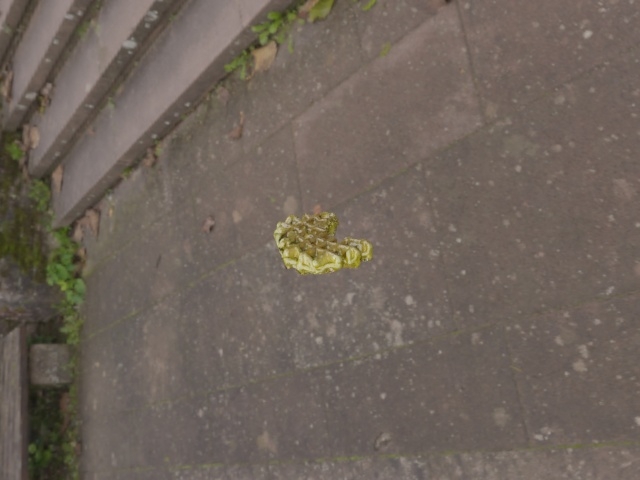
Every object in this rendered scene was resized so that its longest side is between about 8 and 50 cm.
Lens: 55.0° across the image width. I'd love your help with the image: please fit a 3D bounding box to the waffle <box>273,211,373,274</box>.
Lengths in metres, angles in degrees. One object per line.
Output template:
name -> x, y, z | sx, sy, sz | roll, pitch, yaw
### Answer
waffle -> 0.000, 0.003, 1.031 | 0.194, 0.149, 0.051 | -117, 22, -64
